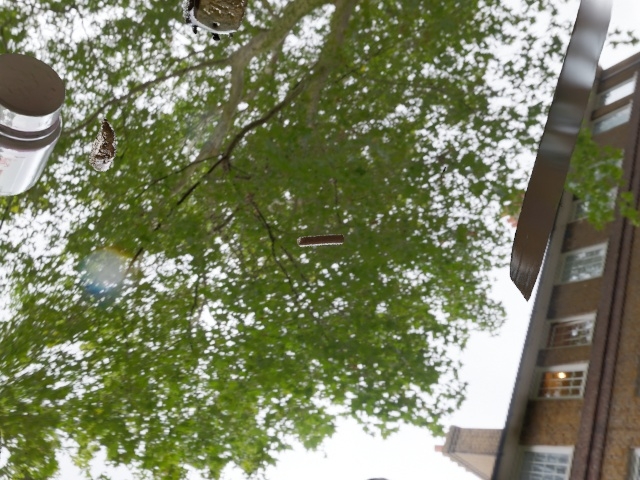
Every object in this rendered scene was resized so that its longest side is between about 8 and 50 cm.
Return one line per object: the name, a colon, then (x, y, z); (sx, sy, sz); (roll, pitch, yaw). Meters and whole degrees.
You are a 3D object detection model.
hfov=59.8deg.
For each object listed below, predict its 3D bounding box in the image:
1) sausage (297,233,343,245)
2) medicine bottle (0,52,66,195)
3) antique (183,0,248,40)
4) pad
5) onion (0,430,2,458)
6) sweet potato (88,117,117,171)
sausage: (0.000, 0.000, 1.378); (0.116, 0.026, 0.026); (-4, -103, -13)
medicine bottle: (-0.611, -0.221, 1.099); (0.170, 0.293, 0.170); (19, -124, -31)
antique: (-0.206, -0.566, 1.175); (0.125, 0.284, 0.150); (8, -137, -24)
pad: (0.185, -0.141, 0.444); (0.315, 0.063, 0.375); (26, -99, -63)
onion: (-0.697, 0.305, 0.916); (0.348, 0.348, 0.385); (18, -71, -28)
sweet potato: (-0.526, -0.222, 1.350); (0.060, 0.206, 0.068); (33, -133, -2)
